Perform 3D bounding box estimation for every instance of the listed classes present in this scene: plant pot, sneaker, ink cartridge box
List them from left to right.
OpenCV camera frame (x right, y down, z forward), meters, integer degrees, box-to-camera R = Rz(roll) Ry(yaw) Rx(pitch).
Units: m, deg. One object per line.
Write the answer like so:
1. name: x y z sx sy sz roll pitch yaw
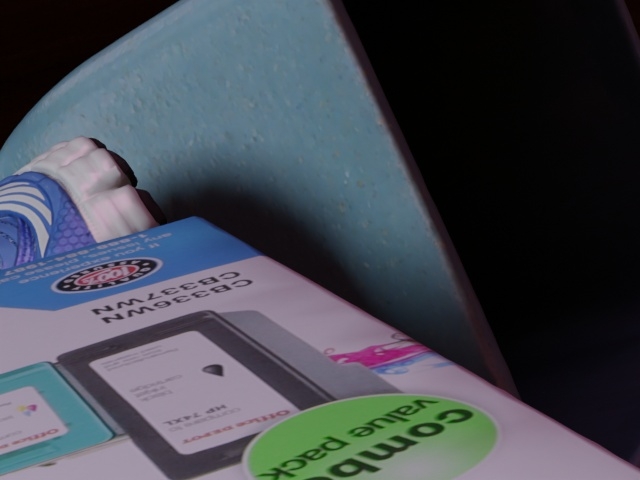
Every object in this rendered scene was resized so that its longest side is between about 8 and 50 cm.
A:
1. sneaker: -0.159 0.067 0.656 0.147 0.130 0.330 -31 -5 -28
2. ink cartridge box: -0.052 0.134 0.403 0.198 0.197 0.270 -16 19 -21
3. plant pot: 0.000 0.000 0.753 0.252 0.248 0.247 -20 10 33
